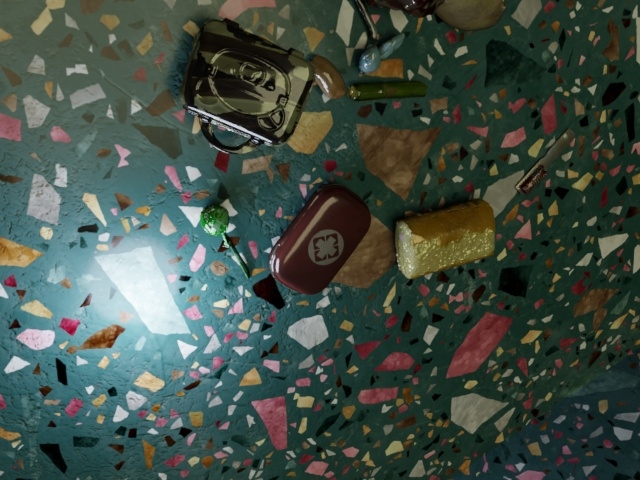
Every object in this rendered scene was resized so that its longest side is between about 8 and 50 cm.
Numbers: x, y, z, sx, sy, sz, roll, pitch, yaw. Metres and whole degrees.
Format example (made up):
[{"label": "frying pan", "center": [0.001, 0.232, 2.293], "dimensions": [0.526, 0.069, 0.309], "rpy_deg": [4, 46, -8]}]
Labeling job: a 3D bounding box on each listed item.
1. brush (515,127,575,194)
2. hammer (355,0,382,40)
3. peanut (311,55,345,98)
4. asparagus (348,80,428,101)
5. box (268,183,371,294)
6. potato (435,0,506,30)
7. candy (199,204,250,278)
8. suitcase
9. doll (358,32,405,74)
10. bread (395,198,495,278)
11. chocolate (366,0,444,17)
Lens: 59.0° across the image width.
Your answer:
[{"label": "brush", "center": [0.912, -0.313, 2.269], "dimensions": [0.321, 0.050, 0.060], "rpy_deg": [-48, 119, 1]}, {"label": "hammer", "center": [0.112, -0.739, 1.720], "dimensions": [0.111, 0.033, 0.288], "rpy_deg": [-36, 123, -5]}, {"label": "peanut", "center": [0.022, -0.507, 1.758], "dimensions": [0.076, 0.076, 0.152], "rpy_deg": [-42, 116, -3]}, {"label": "asparagus", "center": [0.224, -0.494, 1.863], "dimensions": [0.277, 0.067, 0.060], "rpy_deg": [-9, 89, -25]}, {"label": "box", "center": [0.000, 0.000, 1.953], "dimensions": [0.263, 0.108, 0.404], "rpy_deg": [32, 97, -32]}, {"label": "potato", "center": [0.464, -0.750, 1.778], "dimensions": [0.189, 0.211, 0.264], "rpy_deg": [-33, 125, -10]}, {"label": "candy", "center": [-0.296, 0.016, 1.852], "dimensions": [0.097, 0.097, 0.324], "rpy_deg": [-32, 129, -9]}, {"label": "suitcase", "center": [-0.220, -0.413, 1.605], "dimensions": [0.351, 0.194, 0.339], "rpy_deg": [20, 103, -12]}, {"label": "doll", "center": [0.186, -0.604, 1.787], "dimensions": [0.075, 0.120, 0.180], "rpy_deg": [42, 81, 8]}, {"label": "bread", "center": [0.464, -0.015, 2.126], "dimensions": [0.375, 0.165, 0.237], "rpy_deg": [-16, 115, -16]}, {"label": "chocolate", "center": [0.293, -0.797, 1.607], "dimensions": [0.225, 0.210, 0.340], "rpy_deg": [-29, 149, -51]}]
